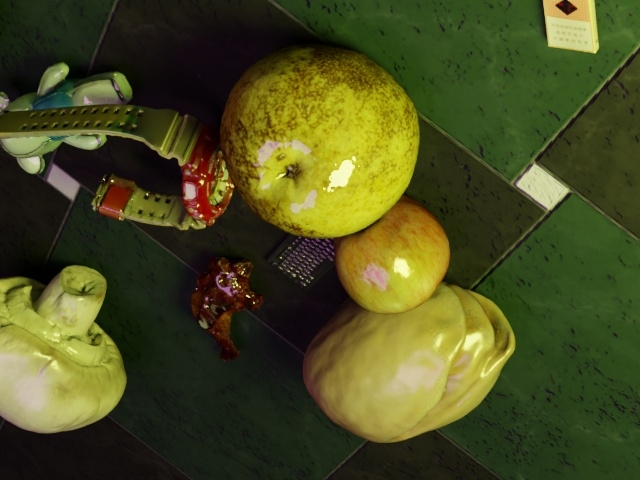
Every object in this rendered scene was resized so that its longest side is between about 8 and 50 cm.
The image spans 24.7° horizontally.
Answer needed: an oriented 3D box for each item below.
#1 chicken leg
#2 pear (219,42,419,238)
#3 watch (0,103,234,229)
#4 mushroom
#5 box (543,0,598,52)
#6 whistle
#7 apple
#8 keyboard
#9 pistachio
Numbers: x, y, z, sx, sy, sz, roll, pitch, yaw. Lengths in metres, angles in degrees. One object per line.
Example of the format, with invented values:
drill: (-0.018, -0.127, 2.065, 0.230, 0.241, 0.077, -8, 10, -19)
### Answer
chicken leg: (-0.124, 0.085, 1.845, 0.089, 0.048, 0.219, 36, 144, 7)
pear: (-0.006, -0.091, 1.434, 0.197, 0.197, 0.197, 23, 142, 19)
watch: (-0.229, -0.085, 1.657, 0.268, 0.102, 0.165, 2, 142, 23)
mushroom: (-0.377, 0.131, 2.005, 0.260, 0.234, 0.254, 21, -158, -50)
box: (0.216, -0.202, 1.268, 0.046, 0.012, 0.083, 14, 138, 30)
whistle: (-0.302, -0.152, 1.714, 0.236, 0.077, 0.114, -17, 105, 41)
apple: (0.074, 0.012, 1.529, 0.126, 0.126, 0.102, -2, 137, 41)
keyboard: (0.000, 0.000, 1.677, 0.067, 0.011, 0.202, 40, 144, -4)
pistachio: (0.085, 0.132, 1.632, 0.162, 0.181, 0.293, 11, 160, -30)
